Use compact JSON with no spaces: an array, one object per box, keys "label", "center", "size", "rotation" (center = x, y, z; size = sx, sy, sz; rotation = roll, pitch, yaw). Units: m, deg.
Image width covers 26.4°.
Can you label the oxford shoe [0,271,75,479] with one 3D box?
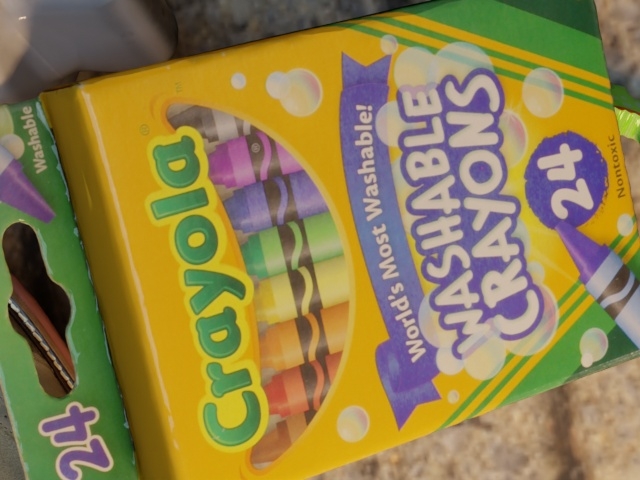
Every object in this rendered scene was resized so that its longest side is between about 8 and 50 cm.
[{"label":"oxford shoe","center":[-0.199,0.106,0.705],"size":[0.397,0.146,0.140],"rotation":[36,115,1]}]

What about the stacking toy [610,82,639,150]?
[{"label":"stacking toy","center":[0.245,-0.086,0.670],"size":[0.221,0.052,0.167],"rotation":[21,134,5]}]

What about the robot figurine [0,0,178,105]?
[{"label":"robot figurine","center":[-0.251,-0.157,0.704],"size":[0.354,0.200,0.299],"rotation":[1,74,9]}]

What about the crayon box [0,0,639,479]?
[{"label":"crayon box","center":[0.000,0.000,0.666],"size":[0.323,0.083,0.203],"rotation":[-17,99,-22]}]
